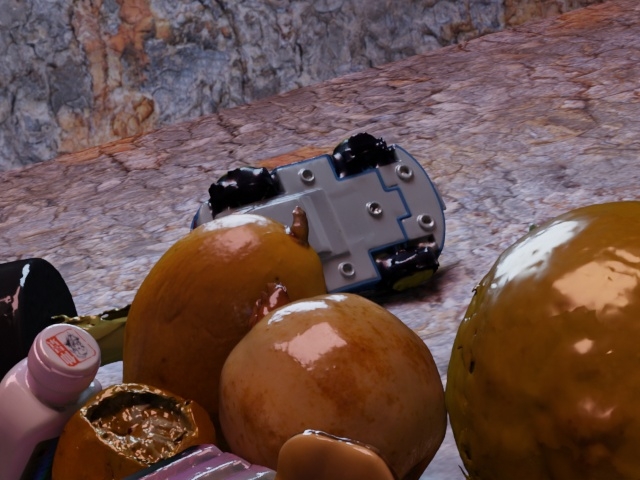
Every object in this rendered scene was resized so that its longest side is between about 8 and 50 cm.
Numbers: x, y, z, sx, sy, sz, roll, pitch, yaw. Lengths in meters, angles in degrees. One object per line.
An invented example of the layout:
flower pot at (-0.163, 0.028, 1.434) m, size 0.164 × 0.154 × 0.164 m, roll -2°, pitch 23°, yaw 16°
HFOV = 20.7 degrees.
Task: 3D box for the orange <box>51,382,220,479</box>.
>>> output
orange at (-0.165, 0.198, 1.551) m, size 0.154 × 0.134 × 0.155 m, roll -14°, pitch 36°, yaw 10°

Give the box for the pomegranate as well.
pomegranate at (0.008, 0.146, 1.491) m, size 0.207 × 0.207 × 0.207 m, roll -12°, pitch 15°, yaw 3°

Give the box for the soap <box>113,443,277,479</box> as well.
soap at (-0.170, 0.274, 1.346) m, size 0.324 × 0.109 × 0.193 m, roll -21°, pitch 14°, yaw -28°

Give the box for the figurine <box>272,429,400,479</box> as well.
figurine at (-0.035, 0.257, 1.188) m, size 0.208 × 0.181 × 0.257 m, roll 20°, pitch 36°, yaw 26°

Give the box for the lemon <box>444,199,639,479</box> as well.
lemon at (0.230, 0.110, 1.297) m, size 0.297 × 0.297 × 0.297 m, roll -12°, pitch 15°, yaw 3°

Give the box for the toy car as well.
toy car at (0.000, 0.000, 2.095) m, size 0.314 × 0.198 × 0.166 m, roll -18°, pitch -16°, yaw -24°

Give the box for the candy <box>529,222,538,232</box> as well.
candy at (0.412, 0.035, 1.646) m, size 0.398 × 0.172 × 0.263 m, roll -8°, pitch 14°, yaw -36°

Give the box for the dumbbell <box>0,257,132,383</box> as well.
dumbbell at (-0.189, 0.099, 1.812) m, size 0.322 × 0.204 × 0.204 m, roll -10°, pitch 16°, yaw 9°

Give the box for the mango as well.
mango at (-0.099, 0.100, 1.639) m, size 0.176 × 0.317 × 0.119 m, roll 25°, pitch 17°, yaw -5°

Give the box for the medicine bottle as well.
medicine bottle at (-0.265, 0.170, 1.624) m, size 0.078 × 0.219 × 0.115 m, roll 41°, pitch 39°, yaw 15°
